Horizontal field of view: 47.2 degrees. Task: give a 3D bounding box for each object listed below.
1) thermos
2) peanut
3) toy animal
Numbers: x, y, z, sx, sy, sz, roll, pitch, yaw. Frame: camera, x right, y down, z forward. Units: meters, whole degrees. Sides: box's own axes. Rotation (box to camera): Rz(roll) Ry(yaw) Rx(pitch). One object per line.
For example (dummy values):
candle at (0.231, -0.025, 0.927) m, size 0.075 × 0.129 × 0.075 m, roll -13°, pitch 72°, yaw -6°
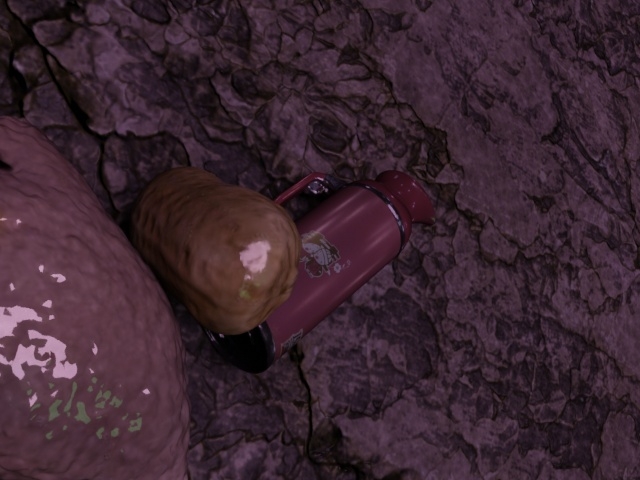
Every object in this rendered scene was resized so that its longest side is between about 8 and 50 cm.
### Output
thermos at (0.003, 0.008, 0.854) m, size 0.330 × 0.136 × 0.109 m, roll -37°, pitch 137°, yaw -36°
peanut at (-0.102, 0.000, 0.680) m, size 0.137 × 0.253 × 0.122 m, roll 15°, pitch 98°, yaw -40°
toy animal at (-0.228, 0.070, 0.576) m, size 0.358 × 0.188 × 0.226 m, roll 54°, pitch 22°, yaw 1°
